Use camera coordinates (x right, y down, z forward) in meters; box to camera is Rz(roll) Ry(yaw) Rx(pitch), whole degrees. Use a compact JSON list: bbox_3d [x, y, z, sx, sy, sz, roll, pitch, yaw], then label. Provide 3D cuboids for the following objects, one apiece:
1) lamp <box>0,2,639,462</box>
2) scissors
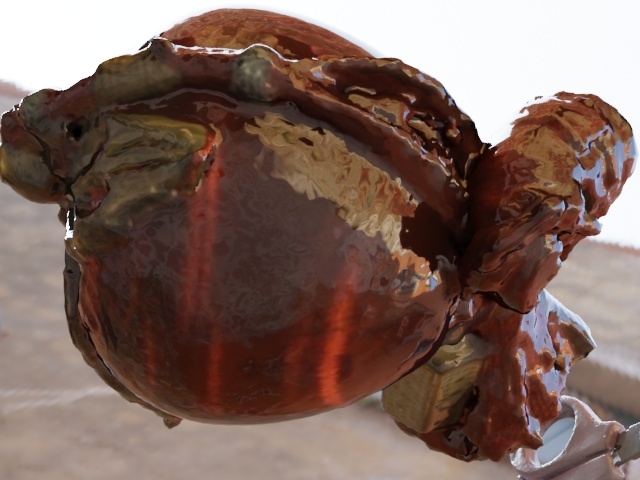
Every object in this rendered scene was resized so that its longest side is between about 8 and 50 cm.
[{"bbox_3d":[-0.007,0.009,0.728,0.223,0.151,0.215,25,-27,7],"label":"lamp"},{"bbox_3d":[0.159,0.103,1.017,0.189,0.015,0.100,-34,-140,46],"label":"scissors"}]
